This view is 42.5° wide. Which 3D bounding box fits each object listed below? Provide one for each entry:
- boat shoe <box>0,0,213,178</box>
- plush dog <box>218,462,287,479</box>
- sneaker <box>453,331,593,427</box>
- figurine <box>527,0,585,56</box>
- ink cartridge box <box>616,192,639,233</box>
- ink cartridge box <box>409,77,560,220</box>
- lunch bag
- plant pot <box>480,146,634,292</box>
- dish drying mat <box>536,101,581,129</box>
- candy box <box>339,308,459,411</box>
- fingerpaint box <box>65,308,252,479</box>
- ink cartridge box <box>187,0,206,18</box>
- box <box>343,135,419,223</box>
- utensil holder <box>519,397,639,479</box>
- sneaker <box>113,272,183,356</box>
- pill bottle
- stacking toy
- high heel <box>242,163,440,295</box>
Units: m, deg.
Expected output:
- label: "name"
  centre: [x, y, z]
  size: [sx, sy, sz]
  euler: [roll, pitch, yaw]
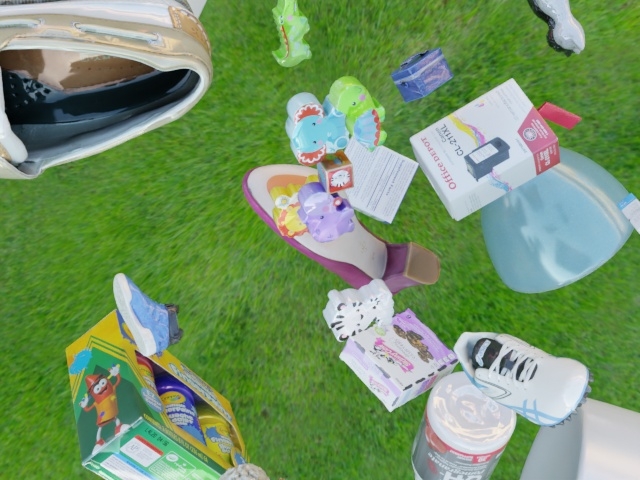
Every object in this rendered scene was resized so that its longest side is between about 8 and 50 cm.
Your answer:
- label: "boat shoe"
  centre: [-0.219, -0.097, 0.534]
  size: [0.302, 0.103, 0.113]
  euler: [-20, 131, -10]
- label: "plush dog"
  centre: [-0.009, 0.412, 1.093]
  size: [0.262, 0.225, 0.211]
  euler: [25, 52, -21]
- label: "sneaker"
  centre: [0.226, 0.153, 0.953]
  size: [0.086, 0.237, 0.085]
  euler: [30, 83, -14]
- label: "figurine"
  centre: [0.494, -0.483, 1.723]
  size: [0.092, 0.215, 0.209]
  euler: [-24, 97, 13]
- label: "ink cartridge box"
  centre: [0.458, -0.024, 1.161]
  size: [0.048, 0.083, 0.028]
  euler: [36, 112, -30]
- label: "ink cartridge box"
  centre: [0.236, -0.130, 1.190]
  size: [0.175, 0.072, 0.127]
  euler: [-30, 62, 4]
- label: "lunch bag"
  centre: [0.167, -0.282, 1.389]
  size: [0.098, 0.067, 0.065]
  euler: [-37, 106, -29]
- label: "plant pot"
  centre: [0.419, -0.071, 1.564]
  size: [0.290, 0.290, 0.195]
  euler: [-38, 110, 4]
- label: "dish drying mat"
  centre: [0.423, -0.223, 1.465]
  size: [0.083, 0.008, 0.032]
  euler: [18, 136, -23]
- label: "candy box"
  centre: [0.167, 0.248, 1.734]
  size: [0.165, 0.196, 0.070]
  euler: [45, 132, 26]
- label: "fingerpaint box"
  centre: [-0.342, 0.419, 1.840]
  size: [0.163, 0.371, 0.445]
  euler: [-38, 126, 4]
- label: "ink cartridge box"
  centre: [-0.271, -0.288, 0.954]
  size: [0.261, 0.296, 0.066]
  euler: [5, 134, 6]
- label: "box"
  centre: [0.094, -0.114, 1.537]
  size: [0.137, 0.072, 0.126]
  euler: [26, 87, -2]
- label: "utensil holder"
  centre: [0.458, 0.398, 1.034]
  size: [0.385, 0.327, 0.328]
  euler: [18, 96, 6]
- label: "sneaker"
  centre: [-0.287, 0.115, 1.391]
  size: [0.084, 0.058, 0.152]
  euler: [-18, 67, -33]
- label: "pill bottle"
  centre: [0.285, 0.428, 1.715]
  size: [0.176, 0.176, 0.319]
  euler: [6, 138, 0]
- label: "stacking toy"
  centre: [-0.003, -0.054, 0.621]
  size: [0.052, 0.167, 0.221]
  euler: [-16, 129, -13]
- label: "high heel"
  centre: [0.000, 0.000, 1.280]
  size: [0.377, 0.181, 0.127]
  euler: [32, 65, -31]
